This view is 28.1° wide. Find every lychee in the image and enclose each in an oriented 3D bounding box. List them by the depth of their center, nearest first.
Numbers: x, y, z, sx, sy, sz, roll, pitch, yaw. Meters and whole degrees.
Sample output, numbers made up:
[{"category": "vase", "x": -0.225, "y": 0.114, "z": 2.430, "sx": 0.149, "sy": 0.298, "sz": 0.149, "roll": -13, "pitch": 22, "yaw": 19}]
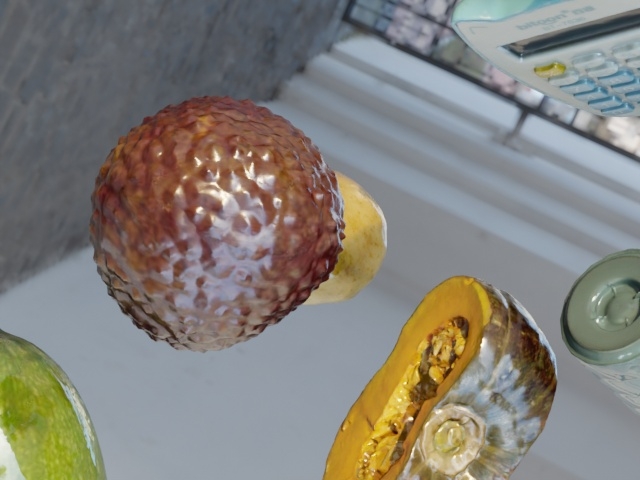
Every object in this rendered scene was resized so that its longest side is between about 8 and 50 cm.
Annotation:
[{"category": "lychee", "x": -0.106, "y": -0.020, "z": 1.242, "sx": 0.260, "sy": 0.261, "sz": 0.260, "roll": -58, "pitch": 166, "yaw": -23}]

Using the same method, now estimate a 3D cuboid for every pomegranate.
[{"category": "pomegranate", "x": 0.000, "y": 0.000, "z": 1.678, "sx": 0.196, "sy": 0.196, "sz": 0.196, "roll": -58, "pitch": 166, "yaw": -23}]

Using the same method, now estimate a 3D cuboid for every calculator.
[{"category": "calculator", "x": 0.332, "y": -0.212, "z": 1.407, "sx": 0.386, "sy": 0.256, "sz": 0.054, "roll": 23, "pitch": 65, "yaw": -45}]

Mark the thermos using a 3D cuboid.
[{"category": "thermos", "x": 0.407, "y": 0.138, "z": 1.418, "sx": 0.286, "sy": 0.182, "sz": 0.145, "roll": 39, "pitch": 67, "yaw": -37}]

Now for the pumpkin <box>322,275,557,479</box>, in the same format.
[{"category": "pumpkin", "x": 0.128, "y": 0.192, "z": 1.424, "sx": 0.317, "sy": 0.139, "sz": 0.222, "roll": -61, "pitch": -161, "yaw": 8}]

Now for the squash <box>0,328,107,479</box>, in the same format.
[{"category": "squash", "x": -0.358, "y": 0.258, "z": 1.463, "sx": 0.310, "sy": 0.310, "sz": 0.308, "roll": -18, "pitch": 122, "yaw": -72}]
